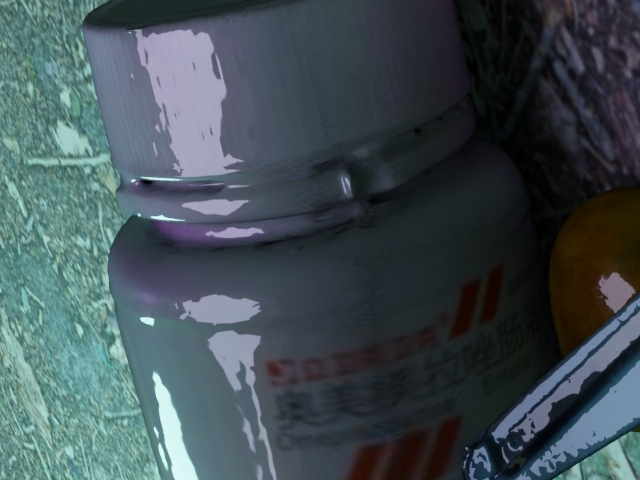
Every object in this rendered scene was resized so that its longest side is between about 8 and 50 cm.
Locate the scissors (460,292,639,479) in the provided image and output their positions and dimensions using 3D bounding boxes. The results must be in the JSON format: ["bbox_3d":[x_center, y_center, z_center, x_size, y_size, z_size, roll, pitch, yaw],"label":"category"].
[{"bbox_3d":[0.196,0.031,0.757,0.393,0.032,0.180,-44,73,39],"label":"scissors"}]

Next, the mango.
[{"bbox_3d":[0.174,0.043,0.876,0.111,0.089,0.163,45,154,50],"label":"mango"}]

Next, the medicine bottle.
[{"bbox_3d":[0.000,0.000,0.962,0.256,0.256,0.325,15,122,56],"label":"medicine bottle"}]
